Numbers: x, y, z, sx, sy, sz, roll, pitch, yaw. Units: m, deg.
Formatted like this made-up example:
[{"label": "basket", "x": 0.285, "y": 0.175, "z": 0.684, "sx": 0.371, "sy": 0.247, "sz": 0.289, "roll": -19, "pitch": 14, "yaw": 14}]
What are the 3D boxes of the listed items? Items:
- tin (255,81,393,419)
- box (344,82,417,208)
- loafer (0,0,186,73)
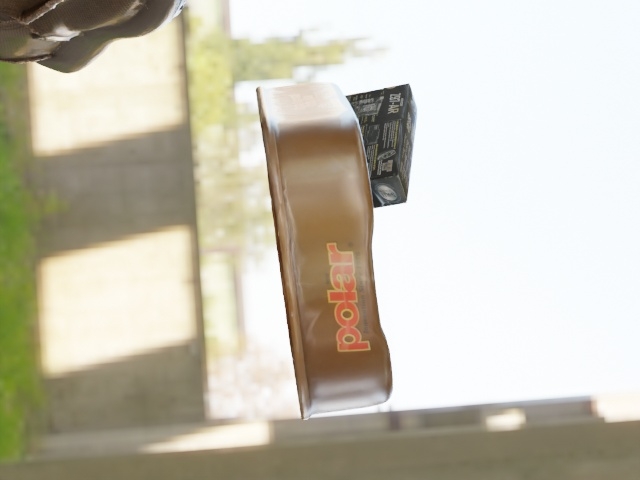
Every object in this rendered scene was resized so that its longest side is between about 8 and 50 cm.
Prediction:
[{"label": "tin", "x": 0.000, "y": 0.000, "z": 0.690, "sx": 0.189, "sy": 0.040, "sz": 0.106, "roll": -106, "pitch": -168, "yaw": -77}, {"label": "box", "x": 0.014, "y": -0.046, "z": 0.981, "sx": 0.083, "sy": 0.067, "sz": 0.018, "roll": -81, "pitch": 157, "yaw": -51}, {"label": "loafer", "x": -0.158, "y": -0.166, "z": 1.030, "sx": 0.366, "sy": 0.130, "sz": 0.133, "roll": 148, "pitch": -59, "yaw": -67}]
